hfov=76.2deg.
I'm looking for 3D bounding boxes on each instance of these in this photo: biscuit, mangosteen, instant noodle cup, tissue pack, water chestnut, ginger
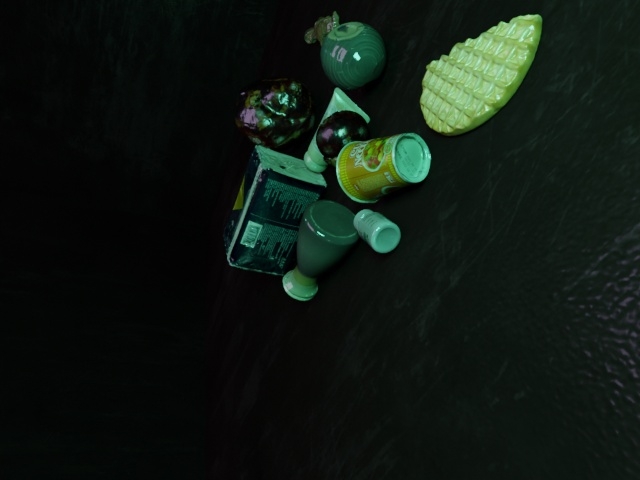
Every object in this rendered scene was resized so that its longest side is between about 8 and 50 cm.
[{"bbox_3d":[0.301,-0.323,0.850,0.309,0.040,0.204,11,90,66],"label":"biscuit"},{"bbox_3d":[0.077,-0.295,1.212,0.172,0.184,0.172,-43,-7,-7],"label":"mangosteen"},{"bbox_3d":[0.157,-0.179,0.982,0.185,0.169,0.168,-4,75,57],"label":"instant noodle cup"},{"bbox_3d":[-0.179,-0.107,1.527,0.416,0.264,0.253,-65,26,28],"label":"tissue pack"},{"bbox_3d":[-0.171,-0.513,1.731,0.336,0.347,0.334,-12,55,18],"label":"water chestnut"},{"bbox_3d":[0.012,-0.884,1.724,0.290,0.084,0.122,-137,40,-58],"label":"ginger"}]

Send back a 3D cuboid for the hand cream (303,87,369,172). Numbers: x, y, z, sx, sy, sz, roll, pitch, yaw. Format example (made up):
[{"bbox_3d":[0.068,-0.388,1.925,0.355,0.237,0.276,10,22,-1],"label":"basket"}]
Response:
[{"bbox_3d":[0.036,-0.346,1.361,0.093,0.147,0.306,-41,-5,-38],"label":"hand cream"}]

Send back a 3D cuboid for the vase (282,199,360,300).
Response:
[{"bbox_3d":[-0.011,0.046,1.235,0.321,0.174,0.173,115,153,-42],"label":"vase"}]

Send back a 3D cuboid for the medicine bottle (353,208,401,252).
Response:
[{"bbox_3d":[0.137,-0.028,1.021,0.130,0.081,0.080,49,123,61],"label":"medicine bottle"}]

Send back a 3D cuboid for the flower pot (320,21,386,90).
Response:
[{"bbox_3d":[0.095,-0.552,1.220,0.243,0.190,0.157,-116,2,-48],"label":"flower pot"}]
